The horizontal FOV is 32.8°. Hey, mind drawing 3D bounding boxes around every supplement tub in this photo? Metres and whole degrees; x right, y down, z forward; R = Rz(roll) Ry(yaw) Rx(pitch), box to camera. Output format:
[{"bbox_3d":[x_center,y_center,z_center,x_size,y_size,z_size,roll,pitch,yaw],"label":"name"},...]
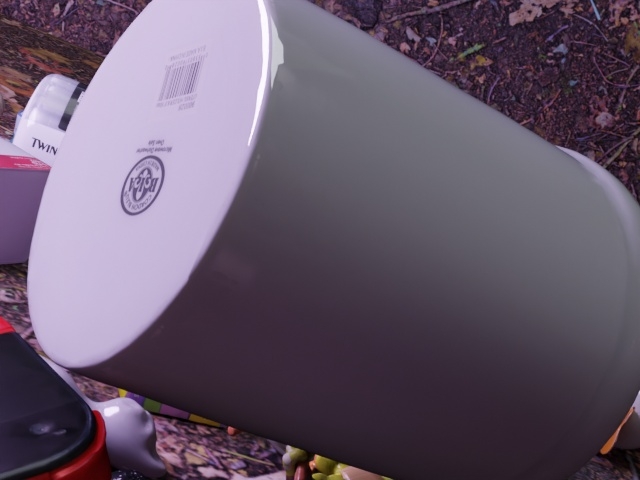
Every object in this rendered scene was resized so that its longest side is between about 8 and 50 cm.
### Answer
[{"bbox_3d":[-0.270,-0.094,1.540,0.316,0.193,0.193,21,14,-9],"label":"supplement tub"}]

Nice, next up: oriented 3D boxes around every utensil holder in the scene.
[{"bbox_3d":[0.016,0.012,0.850,0.385,0.327,0.327,23,11,-34],"label":"utensil holder"}]

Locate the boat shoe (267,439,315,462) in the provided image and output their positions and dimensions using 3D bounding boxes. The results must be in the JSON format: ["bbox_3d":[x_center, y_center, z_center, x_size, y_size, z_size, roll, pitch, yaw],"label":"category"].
[{"bbox_3d":[0.004,0.197,1.157,0.076,0.083,0.226,20,-4,45],"label":"boat shoe"}]

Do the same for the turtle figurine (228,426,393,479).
[{"bbox_3d":[0.042,0.246,0.979,0.269,0.087,0.217,22,18,-45],"label":"turtle figurine"}]

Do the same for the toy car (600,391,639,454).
[{"bbox_3d":[0.443,0.240,1.577,0.219,0.210,0.238,40,45,13],"label":"toy car"}]

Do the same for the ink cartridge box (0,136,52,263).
[{"bbox_3d":[-0.432,-0.065,1.294,0.176,0.128,0.127,30,14,23],"label":"ink cartridge box"}]

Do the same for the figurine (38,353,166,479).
[{"bbox_3d":[-0.214,0.167,0.886,0.209,0.092,0.215,28,11,-18],"label":"figurine"}]

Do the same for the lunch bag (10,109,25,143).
[{"bbox_3d":[-0.387,-0.145,1.766,0.176,0.090,0.219,26,13,14],"label":"lunch bag"}]

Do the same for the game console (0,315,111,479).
[{"bbox_3d":[-0.360,0.117,0.670,0.387,0.060,0.342,-12,29,-39],"label":"game console"}]

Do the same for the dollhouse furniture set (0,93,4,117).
[{"bbox_3d":[-0.369,-0.028,1.009,0.161,0.242,0.212,23,14,-2],"label":"dollhouse furniture set"}]

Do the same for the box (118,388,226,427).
[{"bbox_3d":[-0.142,0.043,1.179,0.117,0.213,0.243,18,15,-24],"label":"box"}]
